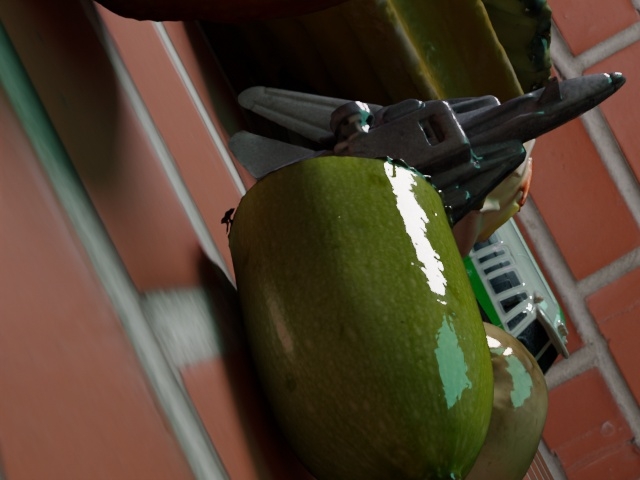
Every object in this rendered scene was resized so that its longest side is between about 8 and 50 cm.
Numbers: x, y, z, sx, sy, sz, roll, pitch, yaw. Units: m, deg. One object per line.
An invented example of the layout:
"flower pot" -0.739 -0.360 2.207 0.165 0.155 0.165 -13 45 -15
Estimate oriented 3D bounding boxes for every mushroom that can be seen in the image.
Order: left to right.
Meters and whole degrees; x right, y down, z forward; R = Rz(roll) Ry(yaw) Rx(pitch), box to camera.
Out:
"mushroom" 0.110 0.128 1.104 0.112 0.148 0.148 23 -5 16

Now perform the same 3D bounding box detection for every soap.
"soap" 0.020 -0.174 1.248 0.259 0.143 0.281 23 -23 40

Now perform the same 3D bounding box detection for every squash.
"squash" 0.025 0.055 0.724 0.123 0.123 0.187 57 12 -43

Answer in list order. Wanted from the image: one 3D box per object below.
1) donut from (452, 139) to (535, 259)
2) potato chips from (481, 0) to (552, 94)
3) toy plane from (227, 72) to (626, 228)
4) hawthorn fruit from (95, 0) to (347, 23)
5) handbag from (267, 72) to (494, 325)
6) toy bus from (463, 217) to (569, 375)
"donut" 0.103 -0.162 1.645 0.382 0.142 0.383 57 -19 31
"potato chips" 0.048 -0.272 1.388 0.429 0.070 0.358 31 -44 33
"toy plane" 0.085 -0.062 1.005 0.088 0.267 0.212 62 3 -69
"hawthorn fruit" -0.051 -0.224 0.735 0.258 0.258 0.262 61 -24 -12
"handbag" 0.064 0.015 1.216 0.332 0.075 0.191 55 -3 -38
"toy bus" 0.209 0.074 1.918 0.134 0.164 0.276 55 9 -45
